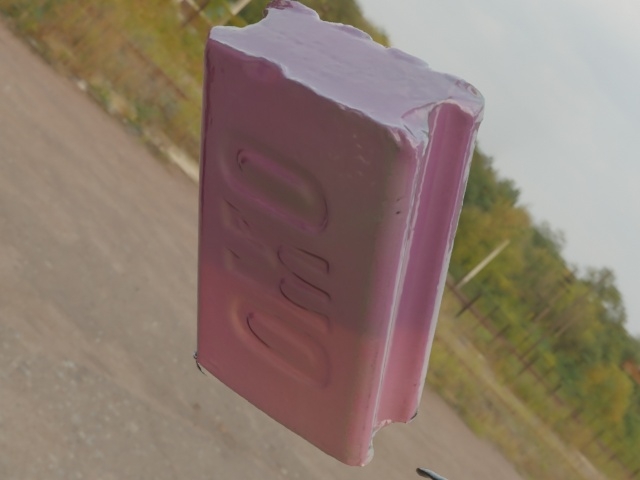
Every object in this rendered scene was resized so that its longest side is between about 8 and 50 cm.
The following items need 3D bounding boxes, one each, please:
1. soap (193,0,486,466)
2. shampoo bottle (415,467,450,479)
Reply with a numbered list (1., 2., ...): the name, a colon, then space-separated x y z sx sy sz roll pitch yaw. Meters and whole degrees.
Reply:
1. soap: 0.000 0.000 0.537 0.122 0.065 0.203 29 -47 27
2. shampoo bottle: 0.054 0.306 0.780 0.101 0.284 0.101 20 2 -1
